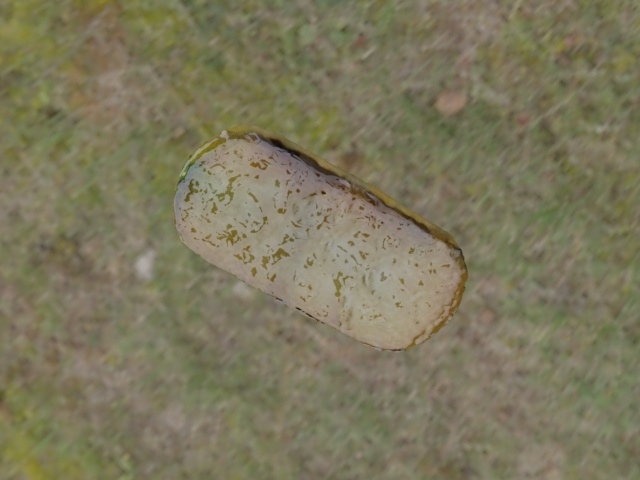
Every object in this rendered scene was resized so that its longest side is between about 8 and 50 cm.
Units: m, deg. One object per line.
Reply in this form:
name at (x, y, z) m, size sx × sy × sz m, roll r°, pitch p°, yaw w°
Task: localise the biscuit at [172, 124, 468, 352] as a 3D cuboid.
biscuit at (0.000, 0.000, 1.429) m, size 0.247 × 0.029 × 0.118 m, roll 29°, pitch 106°, yaw -11°
